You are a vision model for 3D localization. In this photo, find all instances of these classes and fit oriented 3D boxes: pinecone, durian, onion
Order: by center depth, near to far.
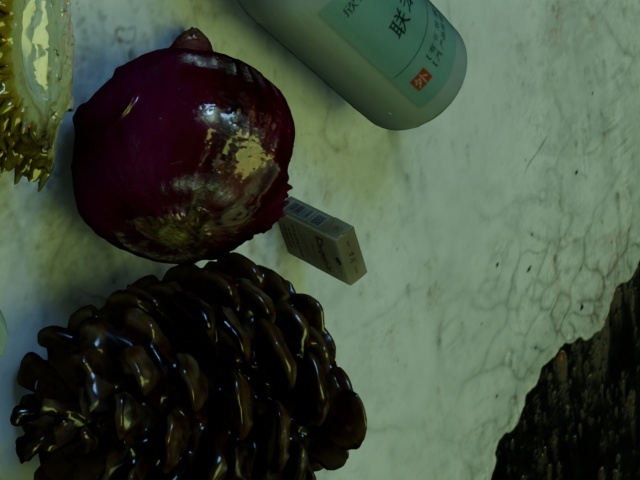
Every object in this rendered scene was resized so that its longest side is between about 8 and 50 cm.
[{"bbox_3d":[-0.212,-0.153,0.980,0.137,0.183,0.250,-5,104,-21],"label":"durian"},{"bbox_3d":[-0.112,-0.087,1.135,0.135,0.173,0.198,26,40,-42],"label":"onion"},{"bbox_3d":[-0.094,0.124,1.168,0.272,0.224,0.224,-11,113,-46],"label":"pinecone"}]

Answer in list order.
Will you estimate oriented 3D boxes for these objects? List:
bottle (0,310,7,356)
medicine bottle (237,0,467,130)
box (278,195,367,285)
[{"bbox_3d":[-0.271,0.029,1.003,0.104,0.104,0.245,-43,134,-31],"label":"bottle"},{"bbox_3d":[-0.008,-0.206,1.224,0.352,0.110,0.110,36,76,-51],"label":"medicine bottle"},{"bbox_3d":[0.000,0.000,1.338,0.024,0.083,0.053,-40,134,-26],"label":"box"}]
